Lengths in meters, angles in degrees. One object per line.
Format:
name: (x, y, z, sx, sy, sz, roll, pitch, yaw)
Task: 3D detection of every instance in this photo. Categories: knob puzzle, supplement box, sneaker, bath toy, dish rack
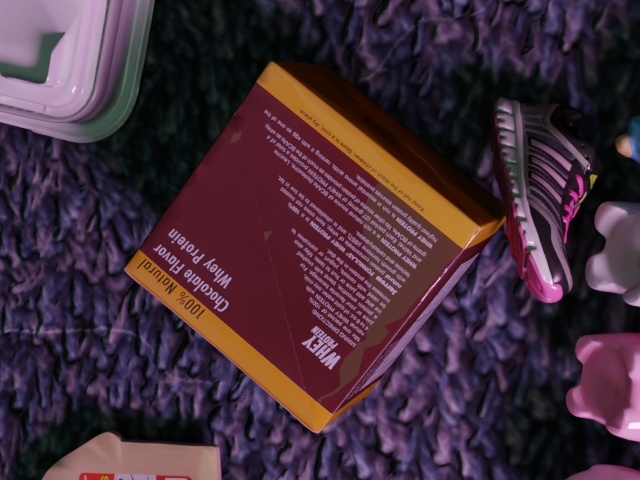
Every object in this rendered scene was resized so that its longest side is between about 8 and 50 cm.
knob puzzle: (-0.168, 0.253, 1.126, 0.213, 0.030, 0.213, 2, 97, 18)
supplement box: (0.000, 0.000, 0.990, 0.191, 0.129, 0.194, 39, 106, 10)
sneaker: (0.167, -0.035, 0.938, 0.075, 0.063, 0.170, -6, 54, 2)
bath toy: (0.259, 0.090, 0.924, 0.129, 0.151, 0.348, 7, 99, -27)
dish rack: (-0.296, -0.245, 1.093, 0.333, 0.072, 0.285, 15, 101, 17)
